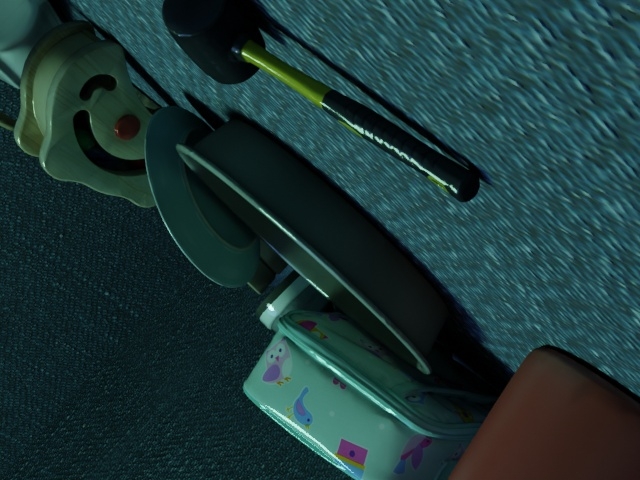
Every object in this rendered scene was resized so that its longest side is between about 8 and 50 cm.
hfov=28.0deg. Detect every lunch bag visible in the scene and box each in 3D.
[{"bbox_3d":[0.081,0.162,1.245,0.224,0.108,0.279,31,-170,32],"label":"lunch bag"}]

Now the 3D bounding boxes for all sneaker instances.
[{"bbox_3d":[0.029,0.127,1.546,0.178,0.124,0.295,46,-176,15],"label":"sneaker"}]

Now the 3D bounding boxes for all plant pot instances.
[{"bbox_3d":[0.166,0.246,0.844,0.275,0.243,0.275,42,176,4],"label":"plant pot"}]

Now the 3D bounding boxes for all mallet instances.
[{"bbox_3d":[-0.004,-0.075,0.620,0.189,0.039,0.062,34,175,35],"label":"mallet"}]

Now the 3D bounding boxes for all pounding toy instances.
[{"bbox_3d":[-0.258,-0.154,1.371,0.269,0.154,0.155,20,-167,-45],"label":"pounding toy"}]

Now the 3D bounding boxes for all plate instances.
[{"bbox_3d":[-0.103,-0.046,1.231,0.188,0.024,0.188,47,-150,-38],"label":"plate"}]

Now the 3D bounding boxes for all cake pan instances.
[{"bbox_3d":[0.000,0.000,1.105,0.293,0.054,0.293,42,175,4],"label":"cake pan"}]

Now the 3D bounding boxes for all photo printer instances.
[{"bbox_3d":[-0.405,-0.291,1.440,0.256,0.107,0.307,43,176,-3],"label":"photo printer"}]

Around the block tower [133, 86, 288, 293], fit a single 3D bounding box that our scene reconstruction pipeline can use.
[{"bbox_3d":[-0.164,-0.076,1.527,0.335,0.091,0.097,40,174,30],"label":"block tower"}]
